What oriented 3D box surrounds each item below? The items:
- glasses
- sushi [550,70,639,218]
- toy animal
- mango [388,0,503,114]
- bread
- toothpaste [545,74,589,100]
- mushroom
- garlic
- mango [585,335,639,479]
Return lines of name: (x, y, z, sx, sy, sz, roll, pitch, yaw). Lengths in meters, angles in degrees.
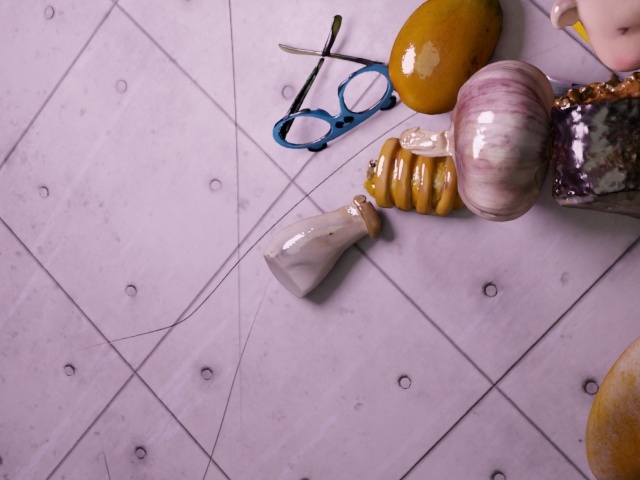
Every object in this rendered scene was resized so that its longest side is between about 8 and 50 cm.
glasses: (-0.004, -0.275, 1.793, 0.239, 0.102, 0.207, -33, 81, 23)
sushi: (0.490, -0.134, 1.514, 0.348, 0.234, 0.208, -2, 87, -9)
toy animal: (0.505, -0.368, 1.486, 0.345, 0.247, 0.277, -36, 81, 21)
mango: (0.197, -0.308, 1.693, 0.151, 0.120, 0.221, 24, 97, -3)
bread: (0.160, -0.103, 1.747, 0.177, 0.084, 0.119, 11, 98, 18)
toothpaste: (0.425, -0.226, 1.650, 0.170, 0.028, 0.045, 12, 105, 24)
mushroom: (0.000, 0.000, 1.826, 0.225, 0.093, 0.116, -41, 93, 11)
garlic: (0.235, -0.155, 1.621, 0.253, 0.245, 0.245, 7, 96, 22)
mango: (0.524, 0.232, 1.530, 0.221, 0.199, 0.384, 59, 136, 29)
